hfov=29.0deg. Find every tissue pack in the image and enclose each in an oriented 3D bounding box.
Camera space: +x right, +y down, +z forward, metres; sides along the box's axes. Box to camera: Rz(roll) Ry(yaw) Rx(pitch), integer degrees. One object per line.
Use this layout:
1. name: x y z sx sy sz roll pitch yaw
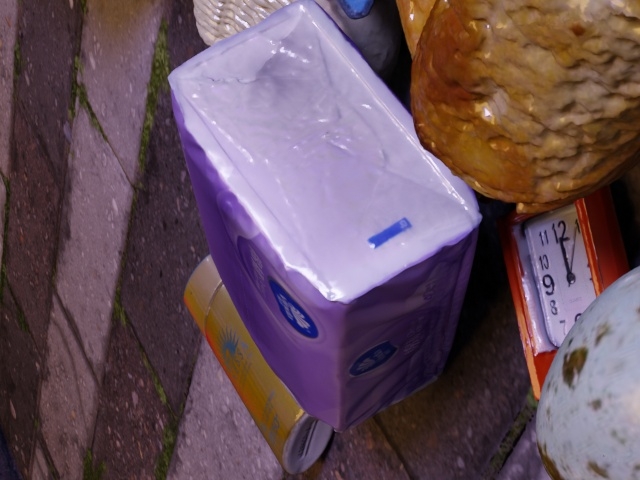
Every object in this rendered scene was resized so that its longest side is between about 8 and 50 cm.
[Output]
1. tissue pack: 0.000 0.000 1.051 0.242 0.160 0.338 55 166 22

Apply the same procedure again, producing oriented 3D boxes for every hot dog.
1. hot dog: 0.140 -0.124 0.711 0.175 0.114 0.259 40 155 8

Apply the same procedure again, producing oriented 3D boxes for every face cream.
1. face cream: -0.078 0.129 1.467 0.285 0.067 0.139 55 143 36

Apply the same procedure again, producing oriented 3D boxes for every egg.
1. egg: 0.227 0.099 0.772 0.231 0.169 0.169 -44 63 43

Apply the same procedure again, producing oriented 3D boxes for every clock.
1. clock: 0.196 0.037 0.933 0.113 0.061 0.155 -24 77 62

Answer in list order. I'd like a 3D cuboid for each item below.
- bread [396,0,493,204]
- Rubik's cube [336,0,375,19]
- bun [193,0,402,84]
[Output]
1. bread: 0.151 -0.159 0.893 0.210 0.099 0.235 -36 64 58
2. Rubik's cube: 0.012 -0.358 0.946 0.228 0.233 0.229 35 159 23
3. bun: -0.009 -0.215 1.114 0.220 0.134 0.220 29 146 22
